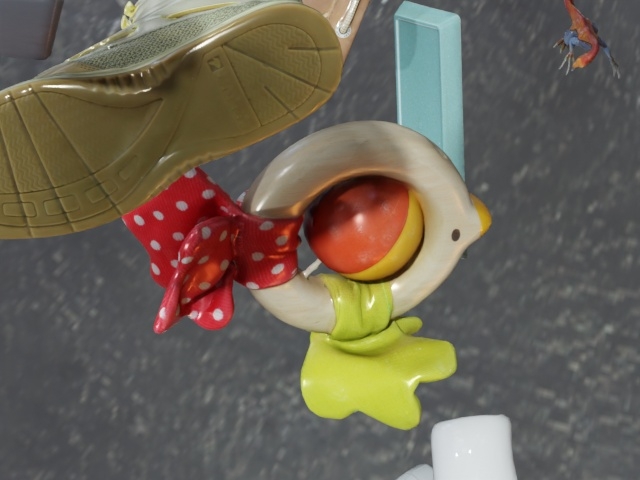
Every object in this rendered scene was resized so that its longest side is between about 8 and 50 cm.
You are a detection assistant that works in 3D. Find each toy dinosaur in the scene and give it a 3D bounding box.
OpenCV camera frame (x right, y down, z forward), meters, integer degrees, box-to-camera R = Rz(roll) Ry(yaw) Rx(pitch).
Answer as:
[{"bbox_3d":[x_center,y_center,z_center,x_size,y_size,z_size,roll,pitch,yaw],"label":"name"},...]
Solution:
[{"bbox_3d":[0.221,-0.174,1.544,0.047,0.082,0.090,-21,93,0],"label":"toy dinosaur"}]

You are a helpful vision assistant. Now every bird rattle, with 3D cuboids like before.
[{"bbox_3d":[0.000,0.000,1.237,0.253,0.143,0.207,39,104,-27],"label":"bird rattle"}]

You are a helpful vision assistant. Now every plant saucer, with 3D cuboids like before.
[{"bbox_3d":[0.081,-0.081,1.354,0.067,0.018,0.192,24,123,49],"label":"plant saucer"}]

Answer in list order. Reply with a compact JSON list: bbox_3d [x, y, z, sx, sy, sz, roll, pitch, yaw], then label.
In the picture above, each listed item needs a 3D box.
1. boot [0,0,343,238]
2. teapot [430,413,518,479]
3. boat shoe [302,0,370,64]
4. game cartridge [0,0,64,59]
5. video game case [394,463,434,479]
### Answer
[{"bbox_3d":[-0.099,-0.076,0.917,0.213,0.165,0.077,-22,109,0],"label":"boot"},{"bbox_3d":[0.052,0.192,0.567,0.256,0.252,0.187,16,127,53],"label":"teapot"},{"bbox_3d":[0.052,-0.260,1.364,0.116,0.123,0.324,33,81,3],"label":"boat shoe"},{"bbox_3d":[-0.246,-0.127,0.699,0.297,0.198,0.062,8,89,-11],"label":"game cartridge"},{"bbox_3d":[0.059,0.300,0.884,0.300,0.036,0.329,50,135,9],"label":"video game case"}]
